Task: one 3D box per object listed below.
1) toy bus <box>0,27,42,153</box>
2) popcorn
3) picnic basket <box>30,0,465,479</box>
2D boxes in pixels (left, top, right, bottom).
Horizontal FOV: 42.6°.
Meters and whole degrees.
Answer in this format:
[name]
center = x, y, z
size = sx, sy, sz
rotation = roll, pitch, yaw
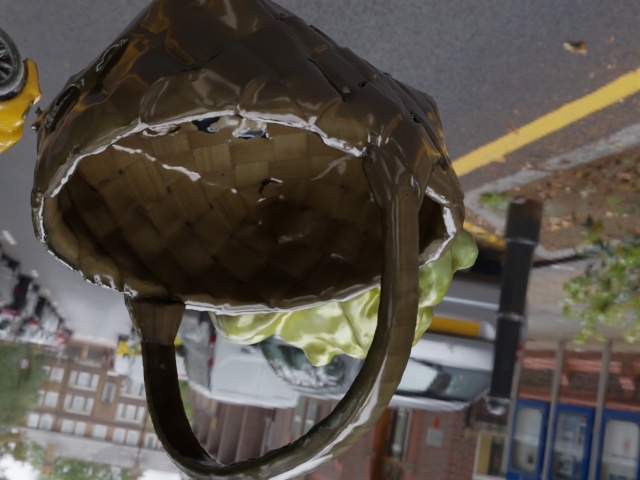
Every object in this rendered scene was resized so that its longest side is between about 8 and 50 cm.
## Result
[toy bus]
center = -0.167, -0.032, 0.255
size = 0.069, 0.074, 0.162
rotation = -16, 173, 37
[popcorn]
center = 0.015, -0.010, 0.945
size = 0.312, 0.312, 0.312
rotation = 10, 170, 2
[picnic basket]
center = -0.041, 0.018, 0.600
size = 0.293, 0.337, 0.337
rotation = -30, 146, 35
